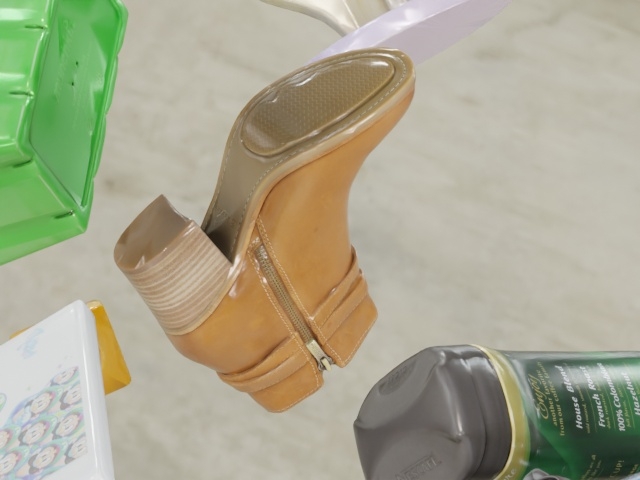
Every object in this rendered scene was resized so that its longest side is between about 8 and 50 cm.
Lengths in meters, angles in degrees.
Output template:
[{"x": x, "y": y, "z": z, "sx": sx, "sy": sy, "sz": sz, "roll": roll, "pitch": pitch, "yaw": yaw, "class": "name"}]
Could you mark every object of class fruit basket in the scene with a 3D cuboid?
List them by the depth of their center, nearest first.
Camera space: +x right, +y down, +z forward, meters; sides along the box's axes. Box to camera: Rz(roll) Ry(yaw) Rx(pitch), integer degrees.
[{"x": -0.407, "y": -0.145, "z": 1.862, "sx": 0.392, "sy": 0.283, "sz": 0.392, "roll": -10, "pitch": 56, "yaw": 15, "class": "fruit basket"}]

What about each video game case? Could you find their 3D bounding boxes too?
[{"x": -0.172, "y": 0.109, "z": 0.900, "sx": 0.019, "sy": 0.143, "sz": 0.157, "roll": 55, "pitch": 8, "yaw": -31, "class": "video game case"}]

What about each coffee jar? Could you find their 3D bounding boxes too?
[{"x": 0.112, "y": 0.102, "z": 0.965, "sx": 0.184, "sy": 0.096, "sz": 0.079, "roll": 4, "pitch": 60, "yaw": -37, "class": "coffee jar"}]

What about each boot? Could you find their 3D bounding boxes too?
[{"x": 0.000, "y": 0.000, "z": 1.413, "sx": 0.220, "sy": 0.283, "sz": 0.109, "roll": 49, "pitch": -5, "yaw": -39, "class": "boot"}]

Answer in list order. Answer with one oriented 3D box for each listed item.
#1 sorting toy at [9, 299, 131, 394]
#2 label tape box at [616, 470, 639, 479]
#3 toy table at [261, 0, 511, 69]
[{"x": -0.290, "y": 0.116, "z": 1.101, "sx": 0.347, "sy": 0.196, "sz": 0.047, "roll": -12, "pitch": 27, "yaw": -17, "class": "sorting toy"}, {"x": 0.235, "y": 0.174, "z": 0.868, "sx": 0.333, "sy": 0.240, "sz": 0.106, "roll": 3, "pitch": 67, "yaw": -34, "class": "label tape box"}, {"x": 0.061, "y": -0.278, "z": 1.974, "sx": 0.274, "sy": 0.252, "sz": 0.161, "roll": -24, "pitch": 80, "yaw": -19, "class": "toy table"}]
